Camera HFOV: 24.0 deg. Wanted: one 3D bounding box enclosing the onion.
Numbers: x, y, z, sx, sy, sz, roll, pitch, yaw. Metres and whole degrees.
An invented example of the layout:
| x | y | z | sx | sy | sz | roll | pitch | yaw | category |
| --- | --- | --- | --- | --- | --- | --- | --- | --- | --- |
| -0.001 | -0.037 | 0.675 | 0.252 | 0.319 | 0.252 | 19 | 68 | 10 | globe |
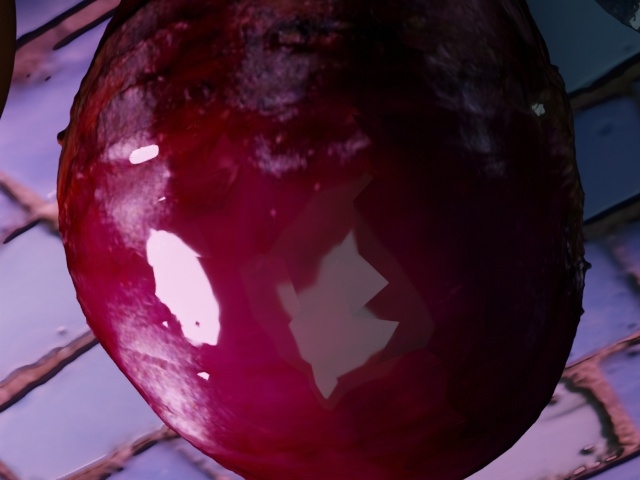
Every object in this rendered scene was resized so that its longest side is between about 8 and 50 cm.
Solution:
| x | y | z | sx | sy | sz | roll | pitch | yaw | category |
| --- | --- | --- | --- | --- | --- | --- | --- | --- | --- |
| 0.000 | 0.000 | 0.805 | 0.282 | 0.260 | 0.336 | -5 | 139 | 11 | onion |

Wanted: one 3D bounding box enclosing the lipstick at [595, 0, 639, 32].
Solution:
| x | y | z | sx | sy | sz | roll | pitch | yaw | category |
| --- | --- | --- | --- | --- | --- | --- | --- | --- | --- |
| 0.223 | -0.213 | 0.783 | 0.053 | 0.053 | 0.234 | 16 | 126 | -20 | lipstick |

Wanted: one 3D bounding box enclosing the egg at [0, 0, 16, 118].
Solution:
| x | y | z | sx | sy | sz | roll | pitch | yaw | category |
| --- | --- | --- | --- | --- | --- | --- | --- | --- | --- |
| -0.290 | -0.082 | 0.711 | 0.322 | 0.250 | 0.250 | -34 | 127 | 30 | egg |
